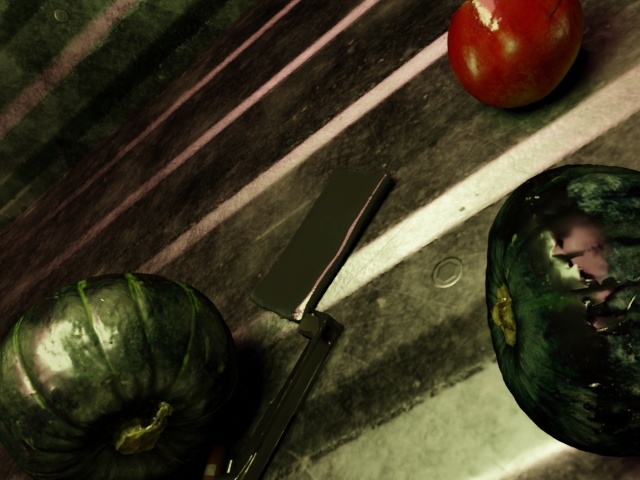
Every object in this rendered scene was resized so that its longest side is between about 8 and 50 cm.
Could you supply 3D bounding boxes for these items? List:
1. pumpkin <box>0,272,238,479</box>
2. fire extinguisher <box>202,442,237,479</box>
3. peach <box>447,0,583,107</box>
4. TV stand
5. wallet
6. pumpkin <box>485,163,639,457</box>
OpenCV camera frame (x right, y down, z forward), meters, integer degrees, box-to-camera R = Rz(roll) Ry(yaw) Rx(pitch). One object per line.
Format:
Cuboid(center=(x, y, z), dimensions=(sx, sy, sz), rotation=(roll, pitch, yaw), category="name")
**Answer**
Cuboid(center=(-0.275, 0.193, 0.794), dimensions=(0.323, 0.323, 0.241), rotation=(-42, 43, 8), category="pumpkin")
Cuboid(center=(-0.137, 0.326, 0.777), dimensions=(0.046, 0.032, 0.100), rotation=(2, 50, 6), category="fire extinguisher")
Cuboid(center=(0.260, -0.284, 0.792), dimensions=(0.190, 0.192, 0.190), rotation=(-18, 50, 22), category="peach")
Cuboid(center=(-0.055, 0.212, 0.774), dimensions=(0.049, 0.040, 0.256), rotation=(14, 67, 45), category="TV stand")
Cuboid(center=(-0.001, 0.000, 0.940), dimensions=(0.146, 0.030, 0.285), rotation=(19, 72, 50), category="wallet")
Cuboid(center=(0.223, 0.052, 0.473), dimensions=(0.163, 0.233, 0.233), rotation=(-11, 43, 5), category="pumpkin")
